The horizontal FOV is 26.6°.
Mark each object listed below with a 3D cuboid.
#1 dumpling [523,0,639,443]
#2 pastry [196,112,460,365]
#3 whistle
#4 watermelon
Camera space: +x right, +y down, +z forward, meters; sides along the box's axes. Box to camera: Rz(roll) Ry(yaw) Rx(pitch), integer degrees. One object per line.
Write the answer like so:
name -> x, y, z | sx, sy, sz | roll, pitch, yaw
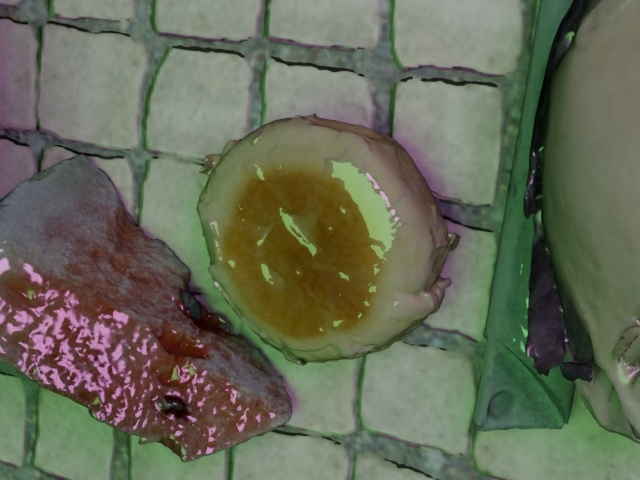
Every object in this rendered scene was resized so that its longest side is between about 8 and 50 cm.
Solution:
dumpling -> 0.200, -0.040, 0.685 | 0.163, 0.204, 0.293 | 20, 111, 35
pastry -> 0.000, 0.000, 0.817 | 0.165, 0.088, 0.166 | 5, 103, 24
whistle -> 0.137, -0.037, 0.765 | 0.062, 0.062, 0.312 | 14, 106, 20
watermelon -> -0.129, 0.059, 0.872 | 0.241, 0.154, 0.094 | 39, 114, -3
